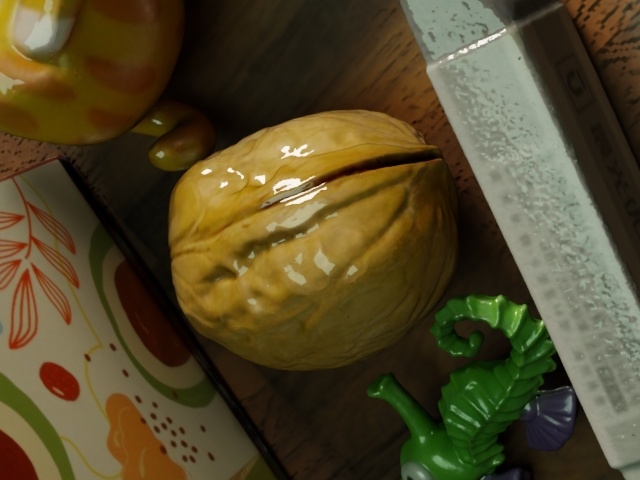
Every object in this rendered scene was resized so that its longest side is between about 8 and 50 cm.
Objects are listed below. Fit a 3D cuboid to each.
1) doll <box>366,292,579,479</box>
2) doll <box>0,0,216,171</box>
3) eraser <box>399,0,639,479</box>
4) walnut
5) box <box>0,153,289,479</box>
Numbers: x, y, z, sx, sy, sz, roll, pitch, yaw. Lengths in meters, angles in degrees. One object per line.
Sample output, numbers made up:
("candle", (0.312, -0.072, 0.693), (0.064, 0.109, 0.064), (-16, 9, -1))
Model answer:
("doll", (0.086, 0.096, 0.903), (0.115, 0.050, 0.190), (23, 136, 1))
("doll", (-0.147, -0.179, 0.891), (0.166, 0.162, 0.270), (38, 132, 48))
("eraser", (0.141, -0.003, 0.837), (0.061, 0.089, 0.352), (-22, 97, 32))
("walnut", (0.000, 0.000, 0.883), (0.180, 0.144, 0.144), (-26, 93, 27))
("box", (-0.191, 0.163, 0.894), (0.122, 0.385, 0.345), (-36, 88, 31))
